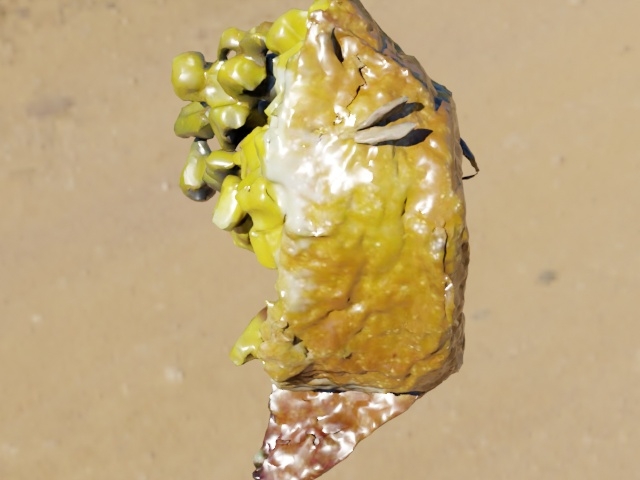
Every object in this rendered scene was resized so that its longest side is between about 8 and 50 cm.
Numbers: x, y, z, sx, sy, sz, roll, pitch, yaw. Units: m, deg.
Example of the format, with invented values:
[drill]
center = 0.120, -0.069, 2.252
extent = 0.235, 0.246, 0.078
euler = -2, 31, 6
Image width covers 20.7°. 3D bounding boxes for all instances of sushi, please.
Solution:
[sushi]
center = 0.000, -0.004, 0.988
extent = 0.179, 0.296, 0.167
euler = 0, 50, 3
